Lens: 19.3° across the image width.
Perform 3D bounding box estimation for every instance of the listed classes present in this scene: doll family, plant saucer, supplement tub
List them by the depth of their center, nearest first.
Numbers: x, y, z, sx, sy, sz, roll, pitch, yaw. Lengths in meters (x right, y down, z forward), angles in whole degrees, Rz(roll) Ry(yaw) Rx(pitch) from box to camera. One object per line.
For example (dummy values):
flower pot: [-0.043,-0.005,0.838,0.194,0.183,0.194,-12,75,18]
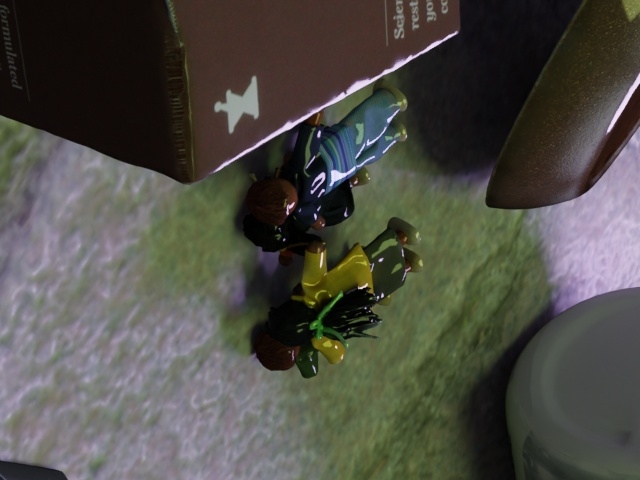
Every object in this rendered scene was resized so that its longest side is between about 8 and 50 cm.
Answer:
doll family: [0.000,0.000,1.016,0.111,0.076,0.193,-33,126,-34]
plant saucer: [0.200,-0.139,1.106,0.310,0.050,0.310,-53,170,-14]
supplement tub: [0.247,0.216,1.324,0.207,0.207,0.338,-41,136,-34]

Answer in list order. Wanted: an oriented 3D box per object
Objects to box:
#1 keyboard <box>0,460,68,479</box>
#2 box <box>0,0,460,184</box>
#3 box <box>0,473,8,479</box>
keyboard: [-0.189,0.151,0.879,0.180,0.023,0.108,21,89,-54]
box: [-0.075,-0.149,0.728,0.167,0.203,0.168,-32,131,-41]
box: [-0.204,0.130,0.701,0.247,0.163,0.142,54,53,-42]
